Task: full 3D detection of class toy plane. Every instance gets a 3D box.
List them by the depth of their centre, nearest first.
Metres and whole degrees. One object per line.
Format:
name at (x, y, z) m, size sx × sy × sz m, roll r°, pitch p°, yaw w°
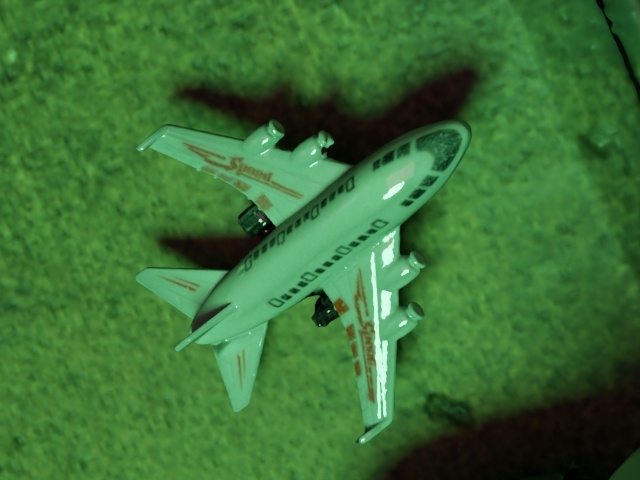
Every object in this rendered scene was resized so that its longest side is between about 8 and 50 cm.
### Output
toy plane at (0.000, 0.000, 0.728) m, size 0.171 × 0.065 × 0.162 m, roll -37°, pitch 89°, yaw 20°

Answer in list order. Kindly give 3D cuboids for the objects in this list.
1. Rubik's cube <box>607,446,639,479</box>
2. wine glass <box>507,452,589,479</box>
Rubik's cube at (0.233, 0.138, 0.537) m, size 0.256 × 0.259 × 0.253 m, roll 45°, pitch 75°, yaw 1°
wine glass at (0.025, 0.188, 0.733) m, size 0.241 × 0.126 × 0.126 m, roll -26°, pitch 94°, yaw 24°
